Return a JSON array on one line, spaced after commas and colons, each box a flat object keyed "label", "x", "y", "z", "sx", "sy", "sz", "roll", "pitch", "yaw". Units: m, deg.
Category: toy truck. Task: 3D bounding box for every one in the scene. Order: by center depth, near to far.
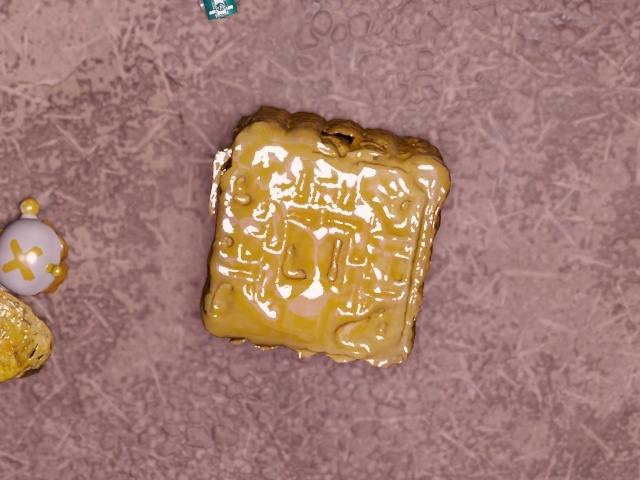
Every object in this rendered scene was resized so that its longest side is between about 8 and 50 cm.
[{"label": "toy truck", "x": -0.103, "y": -0.253, "z": 1.429, "sx": 0.039, "sy": 0.044, "sz": 0.083, "roll": -15, "pitch": 101, "yaw": -1}]

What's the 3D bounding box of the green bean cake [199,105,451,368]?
[{"label": "green bean cake", "x": 0.000, "y": 0.000, "z": 1.437, "sx": 0.224, "sy": 0.131, "sz": 0.230, "roll": 10, "pitch": 100, "yaw": -2}]

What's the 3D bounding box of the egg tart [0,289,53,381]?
[{"label": "egg tart", "x": -0.327, "y": 0.097, "z": 1.469, "sx": 0.130, "sy": 0.052, "sz": 0.130, "roll": 4, "pitch": 132, "yaw": 5}]

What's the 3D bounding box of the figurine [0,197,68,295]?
[{"label": "figurine", "x": -0.313, "y": 0.001, "z": 1.469, "sx": 0.143, "sy": 0.068, "sz": 0.101, "roll": 44, "pitch": 95, "yaw": 7}]
